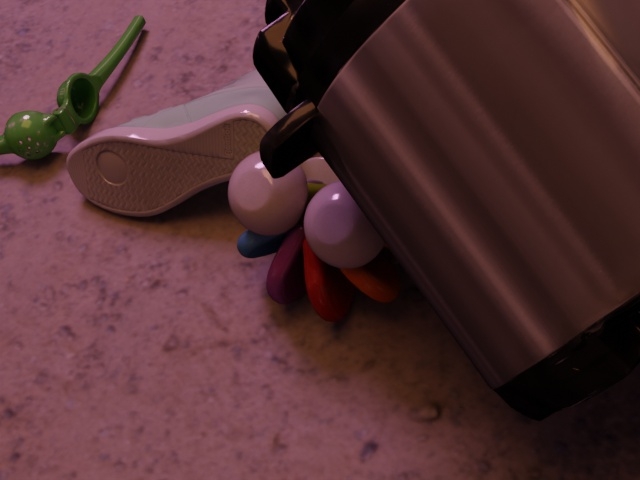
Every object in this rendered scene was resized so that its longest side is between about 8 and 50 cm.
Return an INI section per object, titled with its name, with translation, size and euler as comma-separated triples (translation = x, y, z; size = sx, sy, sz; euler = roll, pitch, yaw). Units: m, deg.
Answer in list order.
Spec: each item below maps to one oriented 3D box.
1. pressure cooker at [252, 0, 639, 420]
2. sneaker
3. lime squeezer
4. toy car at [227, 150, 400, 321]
[pressure cooker]
translation = 0.181, -0.129, 0.854
size = 0.370, 0.375, 0.420
euler = -26, 76, -49
[sneaker]
translation = -0.128, -0.104, 1.173
size = 0.256, 0.094, 0.151
euler = -10, 23, 26
[lime squeezer]
translation = -0.295, -0.143, 1.261
size = 0.310, 0.059, 0.110
euler = -39, 24, -14
[toy car]
translation = 0.000, 0.000, 1.032
size = 0.182, 0.159, 0.136
euler = 23, 100, 24
